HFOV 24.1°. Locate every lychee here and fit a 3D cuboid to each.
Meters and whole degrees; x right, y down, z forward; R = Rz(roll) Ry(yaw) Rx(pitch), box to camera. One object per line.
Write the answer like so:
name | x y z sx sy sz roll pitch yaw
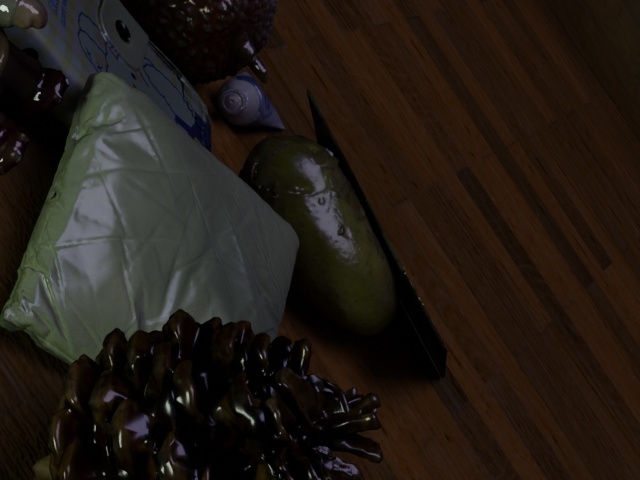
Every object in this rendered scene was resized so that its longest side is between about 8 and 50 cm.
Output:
lychee | -0.121 -0.247 1.621 0.197 0.165 0.165 43 22 21

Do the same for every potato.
potato | 0.000 0.000 1.601 0.251 0.113 0.149 62 12 -15

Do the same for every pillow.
pillow | -0.143 0.030 1.340 0.281 0.076 0.274 39 49 -33

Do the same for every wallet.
wallet | -0.212 -0.161 1.455 0.309 0.077 0.223 49 21 -34

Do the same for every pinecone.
pinecone | -0.092 0.165 1.114 0.243 0.257 0.243 25 56 -43

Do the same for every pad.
pad | 0.064 -0.002 1.700 0.330 0.004 0.220 62 -3 14

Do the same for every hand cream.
hand cream | -0.080 -0.161 1.725 0.084 0.053 0.142 56 17 3

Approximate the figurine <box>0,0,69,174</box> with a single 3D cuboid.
figurine | -0.343 -0.185 1.151 0.365 0.218 0.206 42 -6 -30
